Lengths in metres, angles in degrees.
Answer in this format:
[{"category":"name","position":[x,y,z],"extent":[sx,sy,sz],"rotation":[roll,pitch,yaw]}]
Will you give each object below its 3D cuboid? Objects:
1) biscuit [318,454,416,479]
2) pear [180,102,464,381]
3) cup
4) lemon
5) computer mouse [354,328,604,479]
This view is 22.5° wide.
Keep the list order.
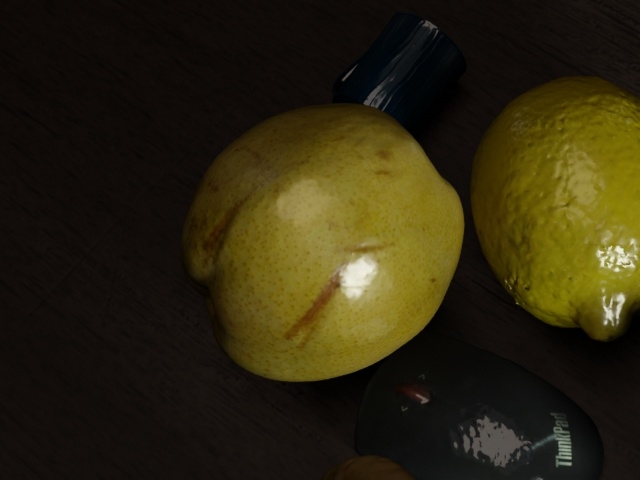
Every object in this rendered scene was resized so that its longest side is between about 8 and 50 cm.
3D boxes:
[{"category":"biscuit","position":[0.050,0.424,1.492],"extent":[0.104,0.446,0.429],"rotation":[-2,63,-20]},{"category":"pear","position":[0.000,0.000,1.787],"extent":[0.314,0.314,0.314],"rotation":[-5,61,9]},{"category":"cup","position":[0.090,-0.190,1.994],"extent":[0.113,0.150,0.138],"rotation":[40,75,-8]},{"category":"lemon","position":[0.290,-0.035,1.775],"extent":[0.245,0.245,0.320],"rotation":[-11,65,6]},{"category":"computer mouse","position":[0.171,0.207,1.750],"extent":[0.269,0.100,0.170],"rotation":[23,66,22]}]
